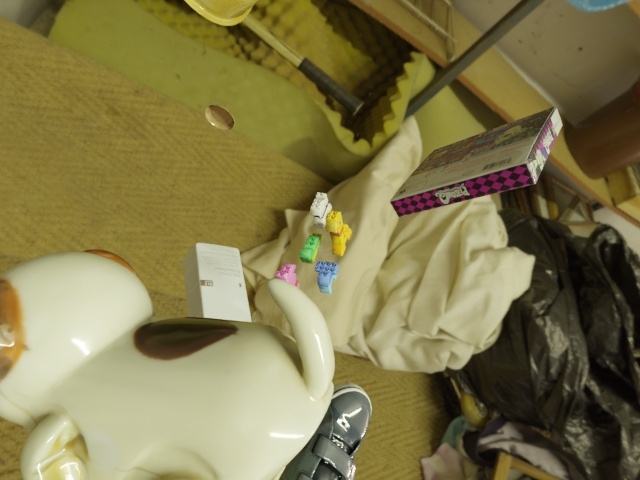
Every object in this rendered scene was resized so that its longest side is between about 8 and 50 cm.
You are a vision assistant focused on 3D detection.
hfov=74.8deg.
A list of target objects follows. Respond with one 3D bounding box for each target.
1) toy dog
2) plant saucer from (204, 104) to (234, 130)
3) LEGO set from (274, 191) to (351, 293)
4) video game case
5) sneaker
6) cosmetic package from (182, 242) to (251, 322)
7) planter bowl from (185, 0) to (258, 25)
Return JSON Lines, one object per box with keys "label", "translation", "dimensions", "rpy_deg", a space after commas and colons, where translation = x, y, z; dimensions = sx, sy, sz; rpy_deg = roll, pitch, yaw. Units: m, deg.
{"label": "toy dog", "translation": [-0.218, 0.174, 0.489], "dimensions": [0.407, 0.395, 0.284], "rpy_deg": [29, 29, 7]}
{"label": "plant saucer", "translation": [-0.262, -0.326, 1.096], "dimensions": [0.083, 0.083, 0.015], "rpy_deg": [31, 57, -20]}
{"label": "LEGO set", "translation": [0.000, 0.000, 0.720], "dimensions": [0.087, 0.093, 0.227], "rpy_deg": [9, 56, 19]}
{"label": "video game case", "translation": [0.258, -0.129, 0.701], "dimensions": [0.210, 0.232, 0.042], "rpy_deg": [-47, 112, -40]}
{"label": "sneaker", "translation": [-0.010, 0.390, 0.678], "dimensions": [0.126, 0.127, 0.321], "rpy_deg": [43, 79, -20]}
{"label": "cosmetic package", "translation": [-0.234, 0.127, 0.947], "dimensions": [0.117, 0.085, 0.231], "rpy_deg": [9, 51, -39]}
{"label": "planter bowl", "translation": [-0.076, -0.326, 0.385], "dimensions": [0.217, 0.090, 0.217], "rpy_deg": [0, 90, -68]}
